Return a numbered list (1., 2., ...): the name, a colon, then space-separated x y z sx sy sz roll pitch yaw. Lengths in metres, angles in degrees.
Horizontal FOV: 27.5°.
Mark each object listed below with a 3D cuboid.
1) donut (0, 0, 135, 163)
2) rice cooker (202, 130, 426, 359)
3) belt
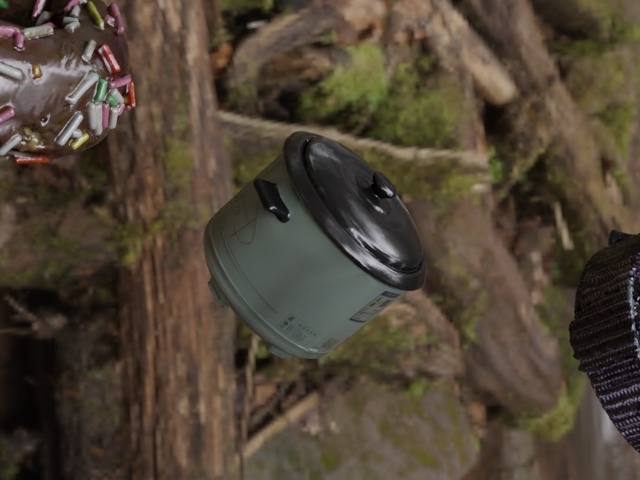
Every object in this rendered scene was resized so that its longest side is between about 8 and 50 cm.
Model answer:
1. donut: -0.323 -0.191 1.300 0.345 0.259 0.136 -13 137 -54
2. rice cooker: 0.000 0.000 1.582 0.280 0.227 0.241 24 33 -46
3. belt: 0.405 0.128 1.390 0.325 0.122 0.260 35 47 -24
